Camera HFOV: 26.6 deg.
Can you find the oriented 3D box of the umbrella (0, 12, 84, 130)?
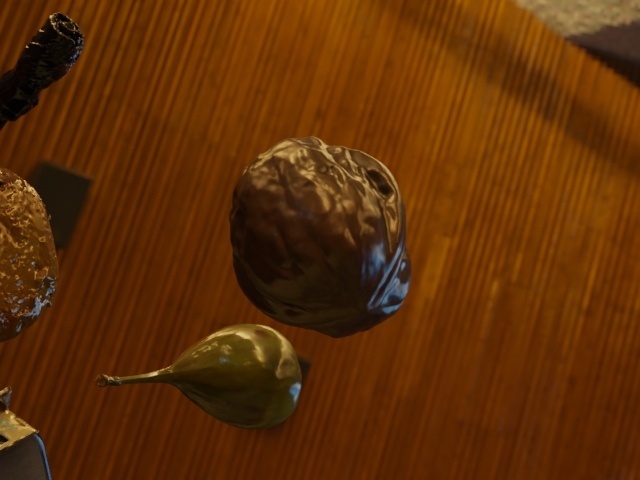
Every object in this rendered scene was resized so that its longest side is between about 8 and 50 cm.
[{"bbox_3d":[-0.368,-0.188,1.694,0.071,0.071,0.248,23,-50,-28],"label":"umbrella"}]

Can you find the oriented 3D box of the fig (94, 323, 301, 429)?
[{"bbox_3d":[-0.092,0.099,1.112,0.166,0.093,0.093,22,-13,-17],"label":"fig"}]

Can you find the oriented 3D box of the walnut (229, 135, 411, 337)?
[{"bbox_3d":[0.000,-0.002,1.756,0.227,0.273,0.273,-14,-8,-10],"label":"walnut"}]

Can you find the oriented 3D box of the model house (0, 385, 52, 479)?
[{"bbox_3d":[-0.367,0.264,1.316,0.206,0.178,0.271,27,-43,40],"label":"model house"}]

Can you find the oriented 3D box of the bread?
[{"bbox_3d":[-0.442,0.019,1.709,0.139,0.240,0.240,-17,-32,41],"label":"bread"}]
